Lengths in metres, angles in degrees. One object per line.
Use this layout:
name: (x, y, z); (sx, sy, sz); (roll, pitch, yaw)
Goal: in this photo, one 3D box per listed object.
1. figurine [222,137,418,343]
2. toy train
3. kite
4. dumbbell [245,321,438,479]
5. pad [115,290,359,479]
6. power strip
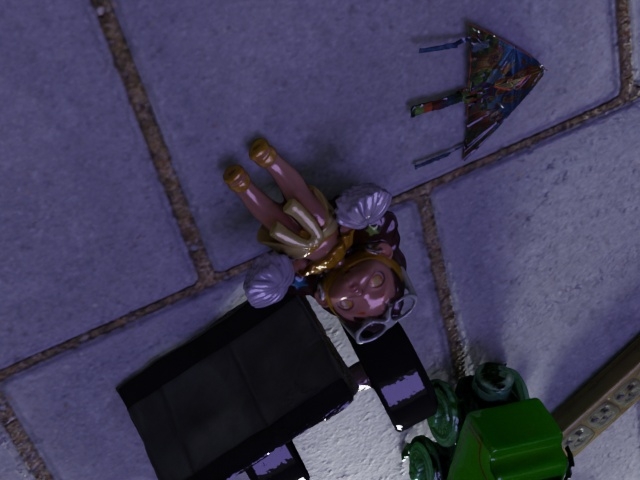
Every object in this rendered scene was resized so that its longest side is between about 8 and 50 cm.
figurine: (0.001, 0.001, 1.408); (0.174, 0.116, 0.240); (-40, 129, 7)
toy train: (0.201, 0.272, 1.697); (0.132, 0.188, 0.243); (-9, 132, -23)
kite: (0.162, -0.154, 1.429); (0.160, 0.010, 0.183); (-19, 138, -16)
dumbbell: (0.003, 0.171, 1.531); (0.218, 0.152, 0.152); (-28, 135, -2)
pad: (-0.091, 0.156, 1.459); (0.233, 0.174, 0.022); (-33, 149, 5)
power strip: (0.399, 0.182, 1.821); (0.305, 0.044, 0.064); (-46, 133, 15)
